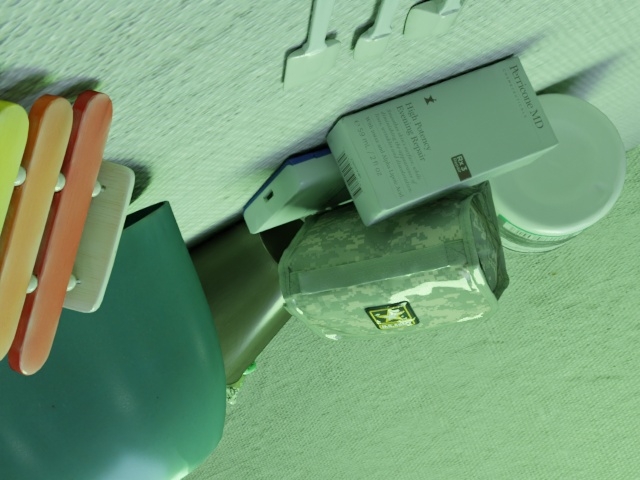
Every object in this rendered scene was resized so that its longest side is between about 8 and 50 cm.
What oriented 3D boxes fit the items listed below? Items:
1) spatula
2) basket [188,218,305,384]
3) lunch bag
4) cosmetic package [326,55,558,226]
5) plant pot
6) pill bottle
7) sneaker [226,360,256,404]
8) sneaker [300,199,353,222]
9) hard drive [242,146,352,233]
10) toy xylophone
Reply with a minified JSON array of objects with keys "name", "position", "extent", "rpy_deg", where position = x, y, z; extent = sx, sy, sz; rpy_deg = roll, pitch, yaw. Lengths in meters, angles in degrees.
[{"name":"spatula","position":[0.055,-0.183,0.823],"extent":[0.168,0.019,0.242],"rpy_deg":[-17,171,-9]},{"name":"basket","position":[-0.113,0.065,1.493],"extent":[0.227,0.204,0.154],"rpy_deg":[-40,-178,30]},{"name":"lunch bag","position":[0.096,0.028,1.297],"extent":[0.235,0.168,0.287],"rpy_deg":[-10,-175,17]},{"name":"cosmetic package","position":[0.136,-0.111,1.189],"extent":[0.231,0.117,0.085],"rpy_deg":[-23,174,-17]},{"name":"plant pot","position":[-0.226,0.129,1.028],"extent":[0.293,0.235,0.293],"rpy_deg":[-25,-171,4]},{"name":"pill bottle","position":[0.334,-0.087,1.640],"extent":[0.204,0.204,0.361],"rpy_deg":[-24,173,0]},{"name":"sneaker","position":[-0.147,0.176,1.778],"extent":[0.410,0.182,0.158],"rpy_deg":[-26,172,19]},{"name":"sneaker","position":[0.000,0.000,1.617],"extent":[0.281,0.106,0.162],"rpy_deg":[-27,175,19]},{"name":"hard drive","position":[0.074,-0.101,1.360],"extent":[0.319,0.040,0.210],"rpy_deg":[-20,172,-24]},{"name":"toy xylophone","position":[-0.233,0.015,0.662],"extent":[0.081,0.236,0.323],"rpy_deg":[17,-169,15]}]
